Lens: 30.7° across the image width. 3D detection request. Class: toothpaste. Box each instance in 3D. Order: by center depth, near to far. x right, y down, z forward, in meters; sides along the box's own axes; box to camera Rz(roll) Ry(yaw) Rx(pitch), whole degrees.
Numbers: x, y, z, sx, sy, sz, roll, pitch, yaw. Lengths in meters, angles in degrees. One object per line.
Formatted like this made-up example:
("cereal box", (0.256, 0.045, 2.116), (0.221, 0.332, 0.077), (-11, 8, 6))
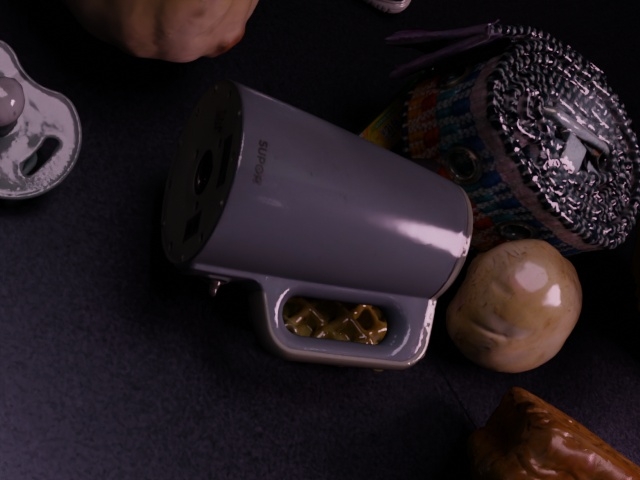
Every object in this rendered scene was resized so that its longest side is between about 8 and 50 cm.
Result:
("toothpaste", (0.076, -0.125, 1.215), (0.037, 0.043, 0.178), (47, 49, -4))

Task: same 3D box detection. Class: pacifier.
("pacifier", (-0.265, -0.098, 0.928), (0.127, 0.116, 0.150), (-43, 97, -15))

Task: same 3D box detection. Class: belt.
("belt", (0.192, -0.089, 1.185), (0.295, 0.160, 0.207), (22, 65, -42))

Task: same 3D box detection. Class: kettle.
("kettle", (0.000, 0.000, 0.994), (0.243, 0.160, 0.210), (17, 71, -25))

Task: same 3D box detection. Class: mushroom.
("mushroom", (0.189, 0.062, 1.136), (0.148, 0.148, 0.112), (8, 28, -31))

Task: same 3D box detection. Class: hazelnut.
("hazelnut", (-0.132, -0.298, 1.033), (0.241, 0.261, 0.261), (-16, 72, -2))

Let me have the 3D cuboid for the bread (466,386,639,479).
("bread", (0.304, 0.280, 1.053), (0.380, 0.185, 0.109), (35, 90, -2))

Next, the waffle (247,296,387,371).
("waffle", (0.009, 0.038, 1.087), (0.183, 0.036, 0.169), (16, 54, -26))

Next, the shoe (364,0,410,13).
("shoe", (0.048, -0.310, 1.279), (0.143, 0.071, 0.064), (31, 51, -11))

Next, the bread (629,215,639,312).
("bread", (0.413, 0.048, 1.177), (0.250, 0.179, 0.133), (-103, 174, -52))
